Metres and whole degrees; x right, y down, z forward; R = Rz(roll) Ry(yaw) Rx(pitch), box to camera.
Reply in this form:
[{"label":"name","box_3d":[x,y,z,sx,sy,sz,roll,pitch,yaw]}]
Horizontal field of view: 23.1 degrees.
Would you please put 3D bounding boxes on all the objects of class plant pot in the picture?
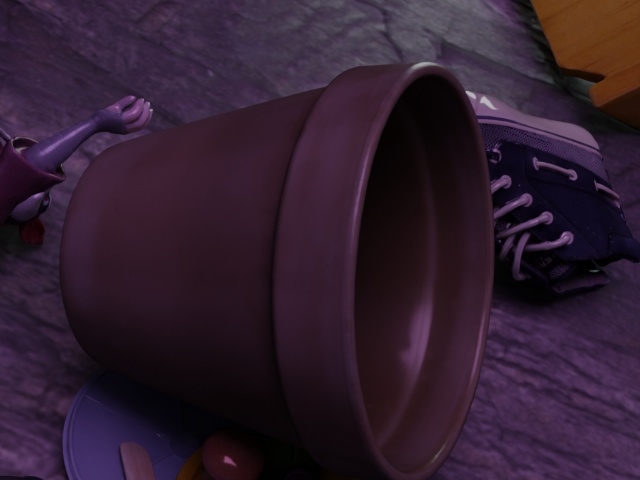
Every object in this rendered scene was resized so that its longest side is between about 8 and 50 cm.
[{"label":"plant pot","box_3d":[-0.040,0.021,1.247,0.280,0.323,0.323,2,45,25]}]

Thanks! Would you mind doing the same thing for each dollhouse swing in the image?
[{"label":"dollhouse swing","box_3d":[0.433,-0.277,1.836,0.315,0.305,0.346,-25,57,14]}]

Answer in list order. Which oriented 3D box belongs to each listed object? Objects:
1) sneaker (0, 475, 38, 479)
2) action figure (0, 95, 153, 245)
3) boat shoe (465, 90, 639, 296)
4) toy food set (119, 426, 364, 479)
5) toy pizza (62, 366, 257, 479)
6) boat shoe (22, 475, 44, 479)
[{"label":"sneaker","box_3d":[-0.133,0.360,1.005,0.447,0.257,0.169,46,46,-5]},{"label":"action figure","box_3d":[-0.326,-0.083,1.267,0.248,0.370,0.275,20,67,35]},{"label":"boat shoe","box_3d":[0.177,-0.036,1.476,0.341,0.127,0.158,2,55,-42]},{"label":"toy food set","box_3d":[-0.044,0.201,1.254,0.218,0.071,0.128,3,54,-18]},{"label":"toy pizza","box_3d":[-0.117,0.180,1.313,0.201,0.032,0.201,10,52,-13]},{"label":"boat shoe","box_3d":[-0.159,0.285,1.181,0.258,0.089,0.109,36,51,9]}]
